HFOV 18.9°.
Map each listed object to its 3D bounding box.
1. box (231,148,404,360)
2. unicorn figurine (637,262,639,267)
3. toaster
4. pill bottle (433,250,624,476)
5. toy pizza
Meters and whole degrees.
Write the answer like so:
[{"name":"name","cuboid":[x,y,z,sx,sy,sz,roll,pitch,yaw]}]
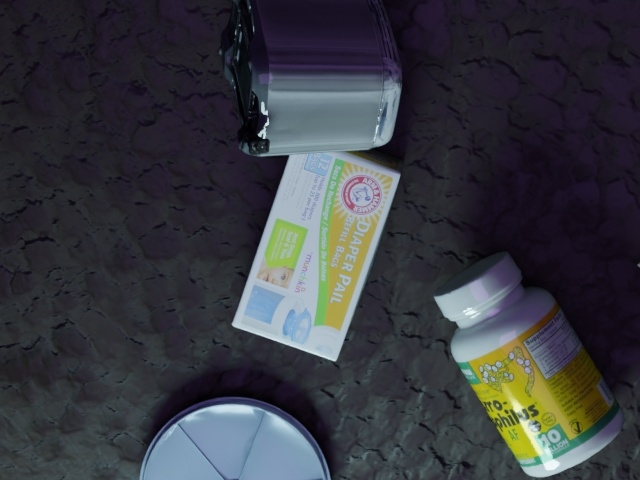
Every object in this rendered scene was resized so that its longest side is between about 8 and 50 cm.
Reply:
[{"name":"box","cuboid":[0.000,0.000,1.916,0.114,0.103,0.203,18,101,1]},{"name":"unicorn figurine","cuboid":[0.408,0.033,1.919,0.162,0.060,0.111,-17,99,23]},{"name":"toaster","cuboid":[-0.010,-0.166,1.832,0.146,0.227,0.129,-2,131,-11]},{"name":"pill bottle","cuboid":[0.203,0.120,1.915,0.117,0.117,0.208,-30,97,9]},{"name":"toy pizza","cuboid":[-0.088,0.258,2.005,0.201,0.032,0.201,1,101,4]}]
